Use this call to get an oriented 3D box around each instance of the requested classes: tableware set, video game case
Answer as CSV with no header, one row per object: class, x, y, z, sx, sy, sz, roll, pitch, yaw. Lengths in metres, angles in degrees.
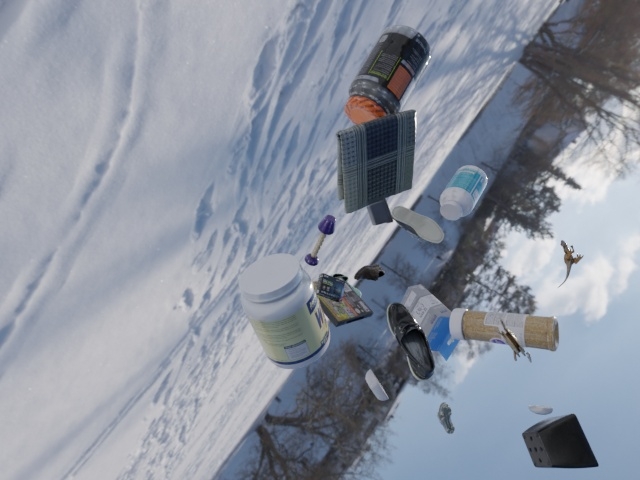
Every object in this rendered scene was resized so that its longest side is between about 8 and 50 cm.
tableware set,0.583,0.316,1.231,0.039,0.128,0.194,-37,146,10
video game case,0.086,0.289,1.957,0.248,0.275,0.035,-5,131,-42

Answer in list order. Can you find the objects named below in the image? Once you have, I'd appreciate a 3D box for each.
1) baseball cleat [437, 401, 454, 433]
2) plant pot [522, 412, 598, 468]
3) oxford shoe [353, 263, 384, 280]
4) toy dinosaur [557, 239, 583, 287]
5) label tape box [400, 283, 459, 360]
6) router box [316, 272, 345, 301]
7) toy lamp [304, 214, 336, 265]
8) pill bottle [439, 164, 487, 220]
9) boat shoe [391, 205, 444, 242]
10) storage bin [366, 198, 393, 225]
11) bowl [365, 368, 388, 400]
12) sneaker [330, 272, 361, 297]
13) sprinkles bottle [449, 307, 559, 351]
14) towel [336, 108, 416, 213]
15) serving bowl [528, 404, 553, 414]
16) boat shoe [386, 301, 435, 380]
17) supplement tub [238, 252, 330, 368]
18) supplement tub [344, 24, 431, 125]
baseball cleat,0.622,0.888,2.048,0.072,0.206,0.109,-21,-159,-12
plant pot,0.927,0.812,1.597,0.166,0.188,0.187,-9,152,-9
oxford shoe,0.294,0.198,2.374,0.227,0.096,0.083,-13,133,-36
toy dinosaur,1.056,0.091,1.706,0.112,0.064,0.212,73,30,-63
label tape box,0.568,0.440,2.137,0.115,0.348,0.249,-6,128,-35
router box,0.044,0.205,1.749,0.038,0.122,0.092,-27,-134,53
toy lamp,0.000,0.000,1.797,0.080,0.080,0.275,-44,163,-49
pill bottle,0.616,-0.202,1.760,0.264,0.146,0.146,-49,168,-33
boat shoe,0.420,-0.060,1.748,0.095,0.254,0.079,-56,155,-10
storage bin,0.292,-0.139,2.032,0.091,0.135,0.098,-20,-175,-11
bowl,0.288,0.762,2.103,0.053,0.142,0.142,-34,-164,-3
sneaker,0.140,0.258,2.194,0.151,0.255,0.094,-39,-145,53
sprinkles bottle,0.664,0.322,1.476,0.121,0.355,0.121,3,86,-51
towel,0.197,-0.274,1.415,0.312,0.056,0.324,-22,131,-19
serving bowl,0.837,0.645,1.529,0.083,0.083,0.027,83,8,-76
boat shoe,0.375,0.398,1.658,0.127,0.340,0.113,-10,152,-9
supplement tub,-0.115,0.230,1.313,0.235,0.235,0.325,-47,132,-39
supplement tub,0.235,-0.574,1.450,0.338,0.207,0.207,-59,171,-9
